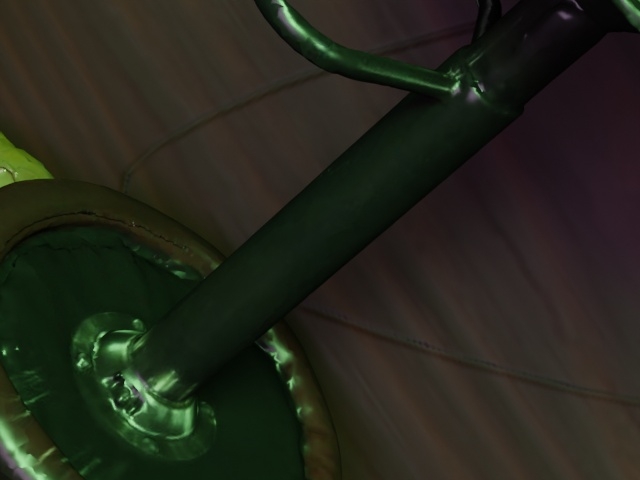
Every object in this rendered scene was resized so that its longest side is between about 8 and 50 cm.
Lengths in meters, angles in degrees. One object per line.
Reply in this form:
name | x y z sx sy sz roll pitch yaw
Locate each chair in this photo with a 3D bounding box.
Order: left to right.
chair | 0.000 0.000 0.752 0.226 0.226 0.401 50 120 6

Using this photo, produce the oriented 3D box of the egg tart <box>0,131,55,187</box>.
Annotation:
egg tart | -0.233 0.063 0.909 0.290 0.107 0.291 1 95 14
